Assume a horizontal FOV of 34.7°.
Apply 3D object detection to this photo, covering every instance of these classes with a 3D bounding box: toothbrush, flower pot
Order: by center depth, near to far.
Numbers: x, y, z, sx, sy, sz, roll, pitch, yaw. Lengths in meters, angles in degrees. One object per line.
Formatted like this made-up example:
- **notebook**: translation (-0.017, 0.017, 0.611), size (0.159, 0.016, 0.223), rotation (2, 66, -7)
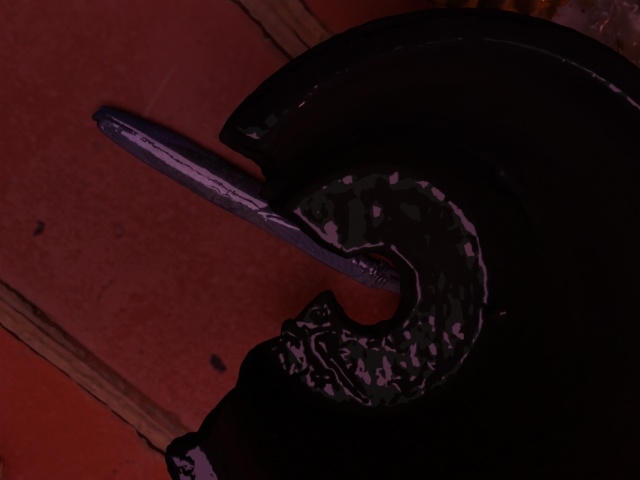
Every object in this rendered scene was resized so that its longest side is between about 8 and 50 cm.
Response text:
- **flower pot**: translation (0.074, 0.050, 0.709), size (0.379, 0.251, 0.380), rotation (0, 92, -11)
- **toothbrush**: translation (0.000, 0.000, 0.838), size (0.413, 0.042, 0.035), rotation (29, 110, -12)

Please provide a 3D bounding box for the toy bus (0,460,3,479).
- **toy bus**: translation (-0.414, 0.321, 0.933), size (0.138, 0.097, 0.343), rotation (25, 109, -20)

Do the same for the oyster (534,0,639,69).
- **oyster**: translation (0.294, -0.155, 0.766), size (0.294, 0.094, 0.166), rotation (22, 97, 1)

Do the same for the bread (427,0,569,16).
- **bread**: translation (0.121, -0.261, 0.666), size (0.239, 0.139, 0.240), rotation (-1, 106, -4)
